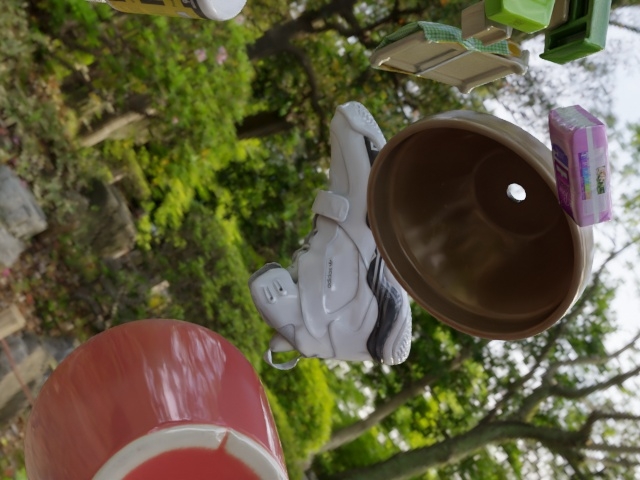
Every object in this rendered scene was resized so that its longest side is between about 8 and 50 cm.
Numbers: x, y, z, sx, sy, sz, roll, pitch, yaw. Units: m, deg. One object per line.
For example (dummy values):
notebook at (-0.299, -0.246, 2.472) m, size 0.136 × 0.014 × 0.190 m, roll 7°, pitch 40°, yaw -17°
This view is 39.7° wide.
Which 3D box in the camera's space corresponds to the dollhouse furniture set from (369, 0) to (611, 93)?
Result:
dollhouse furniture set at (0.230, -0.327, 1.249) m, size 0.301 × 0.197 × 0.151 m, roll -8°, pitch -107°, yaw 61°

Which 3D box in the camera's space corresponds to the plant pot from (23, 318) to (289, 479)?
plant pot at (-0.149, 0.235, 0.865) m, size 0.275 × 0.275 × 0.243 m, roll 63°, pitch -13°, yaw -16°

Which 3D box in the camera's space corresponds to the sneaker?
sneaker at (0.000, 0.000, 1.207) m, size 0.137 × 0.210 × 0.366 m, roll -167°, pitch -111°, yaw -83°

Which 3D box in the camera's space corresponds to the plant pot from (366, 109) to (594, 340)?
plant pot at (0.170, -0.028, 0.879) m, size 0.237 × 0.109 × 0.237 m, roll 24°, pitch -48°, yaw 30°

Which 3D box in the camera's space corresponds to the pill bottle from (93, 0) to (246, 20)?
pill bottle at (-0.198, -0.332, 1.066) m, size 0.208 × 0.119 × 0.119 m, roll 11°, pitch -35°, yaw 23°

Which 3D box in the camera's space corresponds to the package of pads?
package of pads at (0.197, -0.057, 0.671) m, size 0.050 × 0.031 × 0.083 m, roll -104°, pitch 179°, yaw -62°
